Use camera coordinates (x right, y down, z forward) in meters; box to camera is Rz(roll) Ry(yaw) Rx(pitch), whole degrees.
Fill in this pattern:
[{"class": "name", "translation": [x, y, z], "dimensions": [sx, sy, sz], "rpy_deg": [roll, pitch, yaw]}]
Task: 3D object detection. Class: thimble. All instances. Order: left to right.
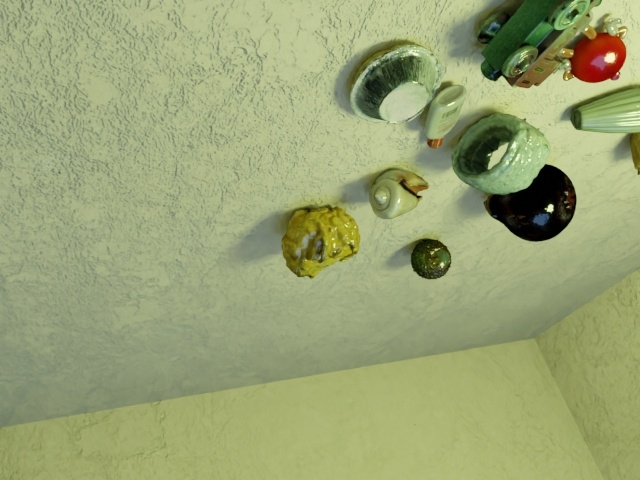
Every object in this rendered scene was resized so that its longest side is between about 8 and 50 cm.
[{"class": "thimble", "translation": [0.497, -0.240, 1.617], "dimensions": [0.171, 0.205, 0.250], "rpy_deg": [17, 153, -39]}]

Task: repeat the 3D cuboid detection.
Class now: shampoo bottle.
[{"class": "shampoo bottle", "translation": [0.317, -0.314, 1.523], "dimensions": [0.108, 0.051, 0.221], "rpy_deg": [-34, 162, -13]}]

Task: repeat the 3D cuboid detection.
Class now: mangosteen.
[{"class": "mangosteen", "translation": [0.678, -0.124, 1.921], "dimensions": [0.274, 0.275, 0.302], "rpy_deg": [11, 173, -42]}]

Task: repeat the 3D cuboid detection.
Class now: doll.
[{"class": "doll", "translation": [0.682, -0.472, 1.452], "dimensions": [0.217, 0.085, 0.183], "rpy_deg": [17, 136, -23]}]

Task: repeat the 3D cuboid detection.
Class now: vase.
[{"class": "vase", "translation": [0.865, -0.371, 1.702], "dimensions": [0.247, 0.128, 0.128], "rpy_deg": [-8, 151, -1]}]

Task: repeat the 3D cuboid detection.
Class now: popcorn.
[{"class": "popcorn", "translation": [0.000, 0.000, 1.766], "dimensions": [0.250, 0.190, 0.250], "rpy_deg": [-17, 147, -12]}]

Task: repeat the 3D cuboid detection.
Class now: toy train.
[{"class": "toy train", "translation": [0.495, -0.474, 1.284], "dimensions": [0.221, 0.150, 0.304], "rpy_deg": [-7, 150, -41]}]

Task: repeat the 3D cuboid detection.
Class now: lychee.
[{"class": "lychee", "translation": [0.409, 0.074, 2.182], "dimensions": [0.171, 0.171, 0.171], "rpy_deg": [-14, 152, -8]}]

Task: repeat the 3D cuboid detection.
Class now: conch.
[{"class": "conch", "translation": [0.227, -0.146, 1.746], "dimensions": [0.255, 0.127, 0.158], "rpy_deg": [-12, 129, -61]}]

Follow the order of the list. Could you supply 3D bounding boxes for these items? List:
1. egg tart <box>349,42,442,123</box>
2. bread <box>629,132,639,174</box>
[{"class": "egg tart", "translation": [0.180, -0.348, 1.355], "dimensions": [0.233, 0.094, 0.234], "rpy_deg": [-13, 149, -8]}, {"class": "bread", "translation": [1.163, -0.329, 1.919], "dimensions": [0.273, 0.150, 0.274], "rpy_deg": [-12, 156, -5]}]
